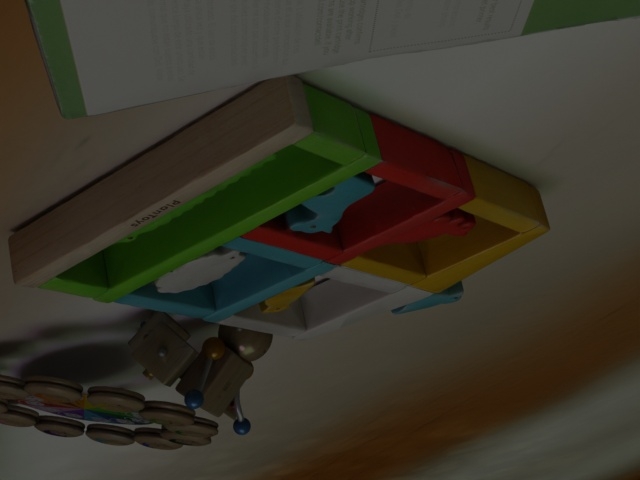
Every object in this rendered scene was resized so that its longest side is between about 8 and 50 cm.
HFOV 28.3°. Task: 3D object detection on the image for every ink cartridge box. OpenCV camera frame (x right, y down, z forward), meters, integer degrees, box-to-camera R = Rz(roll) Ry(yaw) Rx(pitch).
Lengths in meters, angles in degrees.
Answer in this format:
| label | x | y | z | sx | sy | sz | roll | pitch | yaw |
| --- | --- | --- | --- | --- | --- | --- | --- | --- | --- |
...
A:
| label | x | y | z | sx | sy | sz | roll | pitch | yaw |
| --- | --- | --- | --- | --- | --- | --- | --- | --- | --- |
| ink cartridge box | 0.017 | -0.118 | 0.409 | 0.235 | 0.056 | 0.171 | -13 | 159 | -9 |

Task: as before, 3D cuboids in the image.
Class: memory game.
| label | x | y | z | sx | sy | sz | roll | pitch | yaw |
| --- | --- | --- | --- | --- | --- | --- | --- | --- | --- |
| memory game | -0.160 | 0.118 | 0.858 | 0.186 | 0.012 | 0.186 | 7 | 162 | 2 |

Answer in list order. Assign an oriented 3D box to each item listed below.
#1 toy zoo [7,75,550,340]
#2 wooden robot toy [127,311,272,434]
| label | x | y | z | sx | sy | sz | roll | pitch | yaw |
| --- | --- | --- | --- | --- | --- | --- | --- | --- | --- |
| toy zoo | 0.000 | 0.000 | 0.717 | 0.192 | 0.030 | 0.293 | -27 | 155 | 30 |
| wooden robot toy | -0.070 | 0.066 | 0.826 | 0.079 | 0.076 | 0.173 | -49 | 156 | -5 |
